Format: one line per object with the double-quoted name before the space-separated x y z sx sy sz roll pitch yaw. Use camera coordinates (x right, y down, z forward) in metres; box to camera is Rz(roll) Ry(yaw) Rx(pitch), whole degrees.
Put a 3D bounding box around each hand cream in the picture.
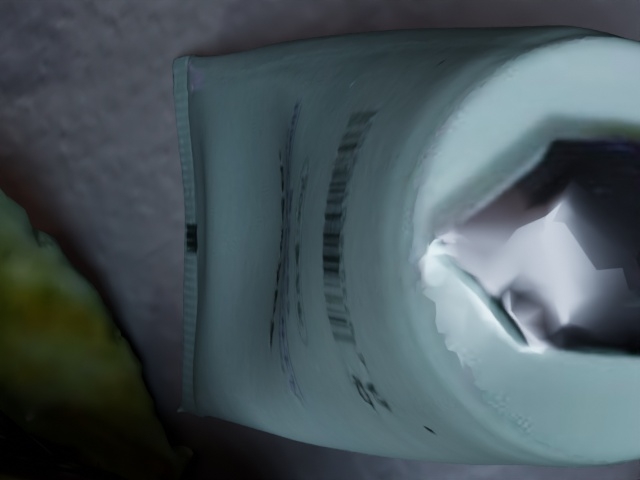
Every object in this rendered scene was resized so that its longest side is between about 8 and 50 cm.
"hand cream" 0.000 0.000 0.456 0.067 0.320 0.109 -2 91 -18

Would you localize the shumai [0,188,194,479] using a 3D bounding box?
"shumai" -0.158 0.156 0.470 0.348 0.395 0.395 -32 78 15
